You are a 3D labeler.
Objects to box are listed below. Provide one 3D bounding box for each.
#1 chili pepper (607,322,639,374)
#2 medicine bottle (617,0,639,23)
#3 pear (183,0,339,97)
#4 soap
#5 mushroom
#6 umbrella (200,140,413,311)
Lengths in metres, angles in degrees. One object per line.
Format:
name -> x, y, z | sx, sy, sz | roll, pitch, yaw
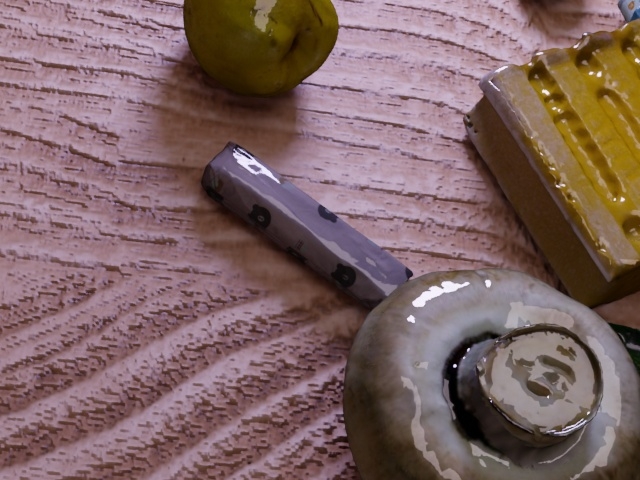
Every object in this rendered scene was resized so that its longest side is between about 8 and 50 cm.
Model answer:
chili pepper -> 0.368, 0.137, 1.591 | 0.182, 0.050, 0.073 | 15, 67, -5
medicine bottle -> 0.517, -0.261, 1.803 | 0.079, 0.124, 0.258 | -15, 65, -21
pear -> -0.083, -0.284, 1.620 | 0.200, 0.200, 0.200 | 6, 61, -12
soap -> 0.393, -0.104, 1.666 | 0.293, 0.156, 0.335 | -24, 71, -20
mushroom -> 0.193, 0.190, 1.395 | 0.352, 0.260, 0.352 | 4, 67, -10
umbrella -> 0.000, 0.000, 1.555 | 0.337, 0.067, 0.073 | 36, 70, 5
